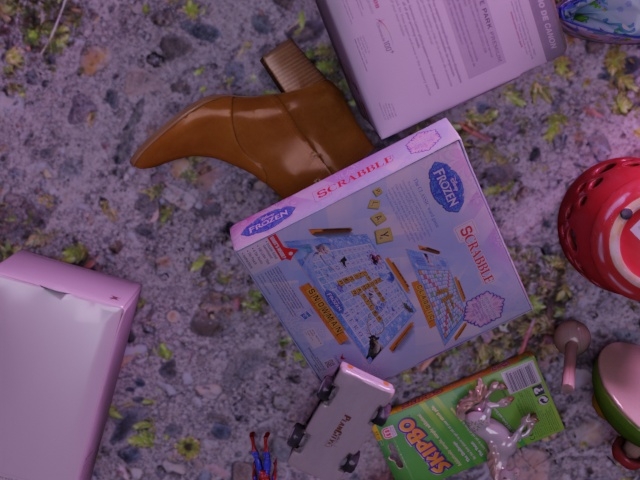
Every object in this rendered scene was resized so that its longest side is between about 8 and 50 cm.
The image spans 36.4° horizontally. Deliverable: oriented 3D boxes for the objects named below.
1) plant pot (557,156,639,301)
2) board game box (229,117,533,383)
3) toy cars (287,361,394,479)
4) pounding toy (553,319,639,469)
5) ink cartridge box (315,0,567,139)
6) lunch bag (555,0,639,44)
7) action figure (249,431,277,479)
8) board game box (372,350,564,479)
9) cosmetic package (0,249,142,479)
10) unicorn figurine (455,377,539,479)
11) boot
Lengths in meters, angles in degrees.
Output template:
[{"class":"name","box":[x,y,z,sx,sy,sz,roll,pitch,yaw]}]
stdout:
[{"class":"plant pot","box":[0.430,-0.010,1.314,0.191,0.174,0.191,1,101,3]},{"class":"board game box","box":[0.090,0.039,1.317,0.318,0.066,0.318,-26,125,5]},{"class":"toy cars","box":[0.058,0.333,1.398,0.176,0.087,0.393,-11,114,14]},{"class":"pounding toy","box":[0.417,0.235,1.377,0.237,0.183,0.110,29,125,-4]},{"class":"ink cartridge box","box":[0.133,-0.331,1.240,0.272,0.130,0.309,-24,115,-1]},{"class":"lunch bag","box":[0.379,-0.303,1.283,0.151,0.129,0.096,-5,99,4]},{"class":"action figure","box":[-0.085,0.341,1.457,0.038,0.030,0.115,-2,105,7]},{"class":"board game box","box":[0.214,0.270,1.435,0.259,0.039,0.124,-24,98,2]},{"class":"cosmetic package","box":[-0.398,0.219,1.377,0.197,0.155,0.365,18,99,-3]},{"class":"unicorn figurine","box":[0.258,0.279,1.397,0.162,0.060,0.111,45,98,10]},{"class":"boot","box":[-0.090,-0.116,1.338,0.295,0.104,0.211,-34,97,2]}]
